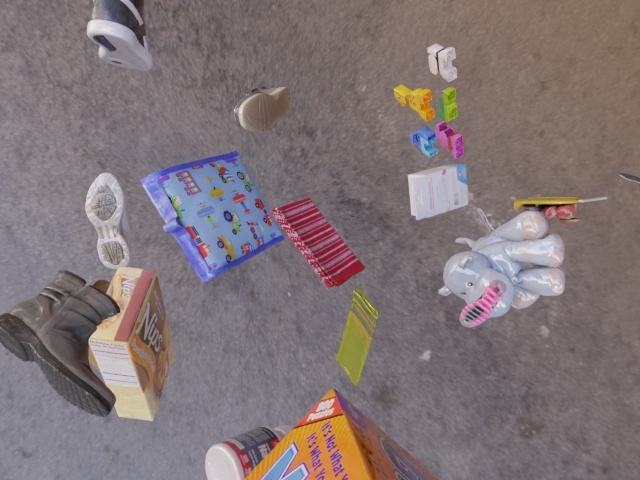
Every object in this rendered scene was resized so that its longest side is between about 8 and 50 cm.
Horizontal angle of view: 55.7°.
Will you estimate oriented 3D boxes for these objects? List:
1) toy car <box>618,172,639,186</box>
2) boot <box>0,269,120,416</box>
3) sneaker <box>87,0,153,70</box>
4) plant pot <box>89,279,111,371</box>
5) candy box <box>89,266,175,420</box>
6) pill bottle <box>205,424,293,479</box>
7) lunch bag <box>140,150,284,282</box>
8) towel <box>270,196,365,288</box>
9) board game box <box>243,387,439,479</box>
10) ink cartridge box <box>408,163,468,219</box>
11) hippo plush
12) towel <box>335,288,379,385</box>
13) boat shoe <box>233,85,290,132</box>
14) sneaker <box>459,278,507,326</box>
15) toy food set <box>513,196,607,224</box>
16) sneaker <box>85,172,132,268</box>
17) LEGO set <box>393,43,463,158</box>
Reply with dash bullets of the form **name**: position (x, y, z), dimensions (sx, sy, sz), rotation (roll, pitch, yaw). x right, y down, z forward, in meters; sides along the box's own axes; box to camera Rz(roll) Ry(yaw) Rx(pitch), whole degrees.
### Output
- **toy car**: position (0.534, -0.031, 0.934), dimensions (0.155, 0.188, 0.149), rotation (18, 125, -43)
- **boot**: position (-0.375, 0.148, 0.954), dimensions (0.247, 0.083, 0.161), rotation (35, 49, 13)
- **sneaker**: position (-0.278, -0.324, 0.873), dimensions (0.079, 0.217, 0.121), rotation (8, 92, -12)
- **plant pot**: position (-0.511, 0.210, 1.432), dimensions (0.032, 0.236, 0.236), rotation (-12, 94, 3)
- **candy box**: position (-0.394, 0.228, 1.297), dimensions (0.088, 0.182, 0.316), rotation (6, 136, 3)
- **pill bottle**: position (-0.126, 0.430, 1.199), dimensions (0.180, 0.108, 0.107), rotation (-7, 95, -47)
- **lunch bag**: position (-0.218, -0.046, 1.197), dimensions (0.138, 0.293, 0.220), rotation (-29, 91, 18)
- **towel**: position (0.000, 0.000, 1.679), dimensions (0.031, 0.199, 0.274), rotation (-44, 79, 31)
- **board game box**: position (0.042, 0.457, 0.641), dimensions (0.356, 0.356, 0.356), rotation (43, 91, -11)
- **ink cartridge box**: position (0.275, -0.120, 1.475), dimensions (0.181, 0.062, 0.104), rotation (-17, 107, -33)
- **hippo plush**: position (0.410, 0.048, 1.419), dimensions (0.237, 0.234, 0.294), rotation (-19, 57, -40)
- **towel**: position (0.086, 0.236, 1.459), dimensions (0.021, 0.102, 0.237), rotation (-7, 128, -27)
- **boat shoe**: position (-0.169, -0.356, 1.623), dimensions (0.092, 0.285, 0.102), rotation (7, 117, 19)
- **sneaker**: position (0.333, 0.132, 1.230), dimensions (0.119, 0.057, 0.047), rotation (-45, 71, 4)
- **toy food set**: position (0.614, -0.075, 1.581), dimensions (0.128, 0.218, 0.071), rotation (-9, 99, -42)
- **sneaker**: position (-0.505, -0.054, 1.469), dimensions (0.091, 0.115, 0.232), rotation (-2, 106, -5)
- **LEGO set**: position (0.187, -0.242, 1.086), dimensions (0.087, 0.093, 0.227), rotation (-31, 137, -13)
